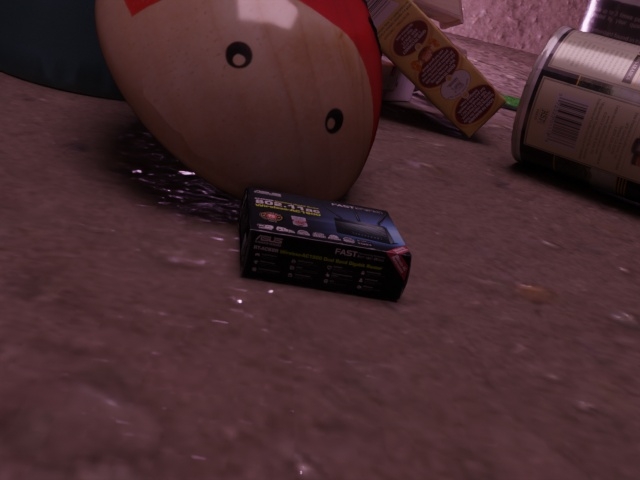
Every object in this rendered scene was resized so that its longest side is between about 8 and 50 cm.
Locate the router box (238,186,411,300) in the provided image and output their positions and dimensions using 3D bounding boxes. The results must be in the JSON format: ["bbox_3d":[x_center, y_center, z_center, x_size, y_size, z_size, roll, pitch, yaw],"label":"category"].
[{"bbox_3d":[0.000,0.000,0.564,0.122,0.038,0.092,10,21,-12],"label":"router box"}]

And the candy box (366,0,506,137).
[{"bbox_3d":[0.145,-0.316,1.181,0.316,0.087,0.183,43,16,-13],"label":"candy box"}]

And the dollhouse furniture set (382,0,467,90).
[{"bbox_3d":[0.093,-0.411,1.420,0.303,0.287,0.198,-6,0,39],"label":"dollhouse furniture set"}]

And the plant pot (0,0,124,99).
[{"bbox_3d":[-0.274,-0.333,0.953,0.292,0.235,0.293,13,22,-5],"label":"plant pot"}]

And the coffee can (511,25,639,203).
[{"bbox_3d":[0.428,-0.157,1.004,0.275,0.202,0.201,25,24,26],"label":"coffee can"}]

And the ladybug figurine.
[{"bbox_3d":[-0.059,-0.212,0.744,0.305,0.162,0.449,27,30,-27],"label":"ladybug figurine"}]

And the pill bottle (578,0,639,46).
[{"bbox_3d":[0.515,-0.304,1.207,0.204,0.361,0.204,12,22,-5],"label":"pill bottle"}]

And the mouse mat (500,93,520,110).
[{"bbox_3d":[0.439,-0.300,1.642,0.152,0.007,0.190,12,20,-5],"label":"mouse mat"}]

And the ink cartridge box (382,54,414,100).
[{"bbox_3d":[0.068,-0.291,1.297,0.115,0.067,0.198,29,24,33],"label":"ink cartridge box"}]
